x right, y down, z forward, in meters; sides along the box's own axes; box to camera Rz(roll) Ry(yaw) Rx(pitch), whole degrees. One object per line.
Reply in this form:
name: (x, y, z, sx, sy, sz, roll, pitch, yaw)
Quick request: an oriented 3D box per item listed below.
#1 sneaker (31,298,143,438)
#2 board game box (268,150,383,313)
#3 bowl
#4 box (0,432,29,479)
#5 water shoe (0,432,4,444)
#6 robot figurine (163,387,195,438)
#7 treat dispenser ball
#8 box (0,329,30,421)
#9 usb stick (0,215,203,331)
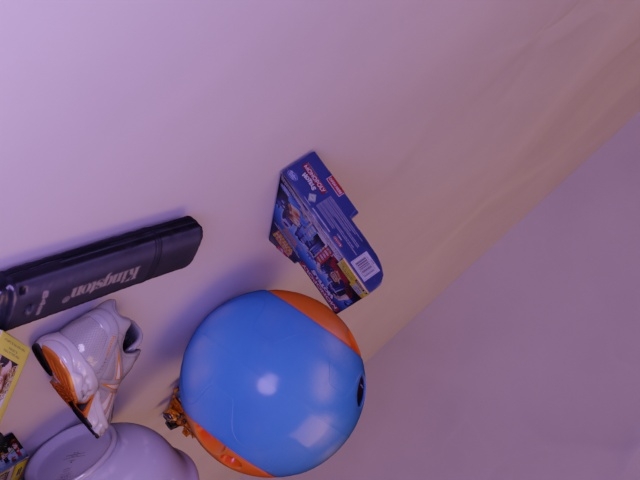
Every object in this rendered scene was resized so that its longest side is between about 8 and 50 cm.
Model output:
sneaker: (-0.270, 0.161, 1.114, 0.121, 0.099, 0.262, -40, 166, -23)
board game box: (0.000, 0.000, 1.224, 0.060, 0.194, 0.194, -34, 177, -21)
bowl: (-0.339, 0.361, 1.302, 0.297, 0.134, 0.298, -18, -156, 8)
box: (-0.499, 0.369, 1.212, 0.159, 0.044, 0.233, -26, 159, -44)
water shoe: (-0.426, 0.320, 1.084, 0.080, 0.072, 0.203, -17, 125, -57)
robot figurine: (-0.164, 0.265, 1.664, 0.291, 0.085, 0.211, -32, 161, -32)
treat dispenser ball: (-0.074, 0.219, 1.372, 0.288, 0.288, 0.288, -38, 164, -13)
box: (-0.346, 0.186, 0.781, 0.058, 0.087, 0.232, 62, 40, -62)
usb stick: (-0.232, 0.030, 0.934, 0.278, 0.045, 0.077, -21, 155, -51)
